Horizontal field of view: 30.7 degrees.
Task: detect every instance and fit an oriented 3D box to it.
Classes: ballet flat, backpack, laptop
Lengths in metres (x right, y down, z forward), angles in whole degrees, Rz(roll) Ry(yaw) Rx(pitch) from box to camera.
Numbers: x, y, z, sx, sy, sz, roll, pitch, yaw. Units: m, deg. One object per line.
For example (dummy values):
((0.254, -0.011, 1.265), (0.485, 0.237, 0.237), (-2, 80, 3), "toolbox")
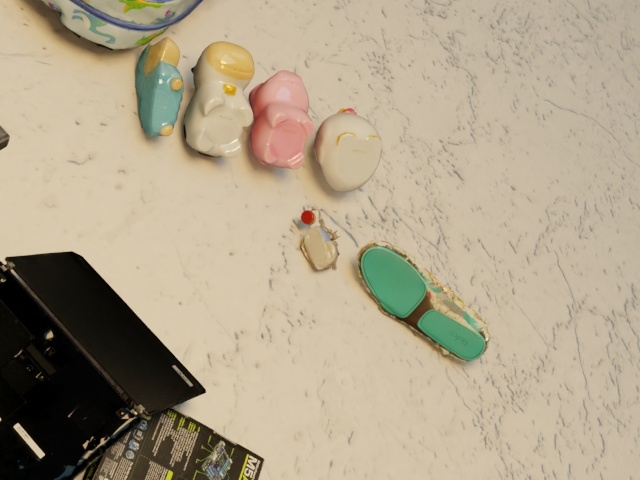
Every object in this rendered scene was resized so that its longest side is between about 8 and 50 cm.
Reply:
((0.140, 0.081, 1.632), (0.241, 0.091, 0.077), (44, 16, -15), "ballet flat")
((-0.241, -0.412, 1.520), (0.290, 0.273, 0.355), (44, 57, -15), "backpack")
((-0.292, 0.145, 1.249), (0.264, 0.136, 0.234), (-40, 78, -22), "laptop")

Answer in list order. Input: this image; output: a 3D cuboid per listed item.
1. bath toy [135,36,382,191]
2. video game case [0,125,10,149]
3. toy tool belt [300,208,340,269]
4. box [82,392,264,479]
((-0.076, -0.170, 1.577), (0.348, 0.129, 0.151), (16, 100, -28), "bath toy")
((-0.496, -0.160, 1.240), (0.274, 0.026, 0.196), (46, 49, 6), "video game case")
((0.000, 0.000, 1.586), (0.083, 0.052, 0.051), (70, 17, 11), "toy tool belt")
((-0.170, 0.284, 1.284), (0.184, 0.045, 0.190), (34, 49, -19), "box")
